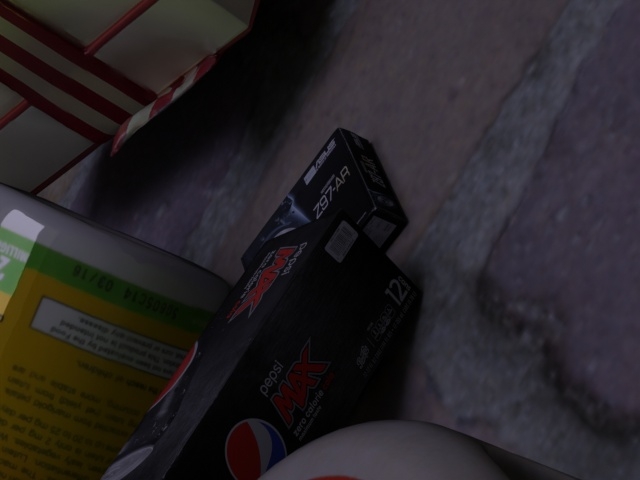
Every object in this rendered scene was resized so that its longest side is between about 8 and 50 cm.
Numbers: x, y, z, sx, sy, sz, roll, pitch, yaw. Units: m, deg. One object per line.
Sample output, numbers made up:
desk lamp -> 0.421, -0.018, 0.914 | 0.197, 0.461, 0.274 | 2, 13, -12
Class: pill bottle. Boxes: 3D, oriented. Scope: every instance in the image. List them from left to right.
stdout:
pill bottle -> -0.150, 0.106, 0.875 | 0.136, 0.136, 0.245 | 21, 87, 60

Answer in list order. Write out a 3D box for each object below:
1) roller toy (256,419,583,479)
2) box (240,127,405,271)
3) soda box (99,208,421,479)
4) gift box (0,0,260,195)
roller toy -> 0.032, 0.156, 0.537 | 0.209, 0.146, 0.191 | -15, 56, 55
box -> 0.000, 0.000, 0.829 | 0.083, 0.018, 0.067 | -53, 33, 23
soda box -> -0.028, 0.067, 0.730 | 0.060, 0.053, 0.169 | -23, 26, 50
gift box -> -0.161, -0.169, 0.964 | 0.255, 0.258, 0.276 | -28, 39, 47
